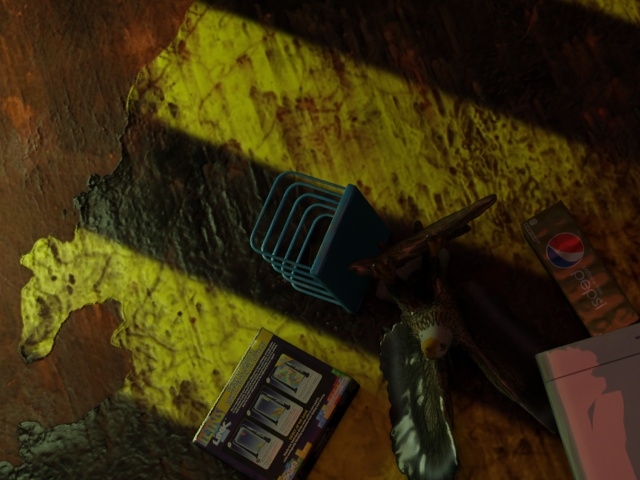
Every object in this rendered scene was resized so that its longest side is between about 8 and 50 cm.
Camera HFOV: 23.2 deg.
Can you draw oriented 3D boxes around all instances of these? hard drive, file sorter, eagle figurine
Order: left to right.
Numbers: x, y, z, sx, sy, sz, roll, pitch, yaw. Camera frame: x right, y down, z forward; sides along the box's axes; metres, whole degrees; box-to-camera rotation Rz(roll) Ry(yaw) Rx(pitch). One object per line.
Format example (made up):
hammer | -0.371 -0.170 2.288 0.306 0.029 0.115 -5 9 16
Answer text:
file sorter | 0.000 0.000 1.922 0.104 0.170 0.118 19 78 23
eagle figurine | 0.157 0.130 1.855 0.226 0.225 0.298 -20 100 49
hard drive | 0.406 0.263 1.744 0.233 0.047 0.353 -17 81 -1

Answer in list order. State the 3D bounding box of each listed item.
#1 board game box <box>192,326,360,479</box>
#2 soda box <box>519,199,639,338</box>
board game box | -0.054 0.215 1.930 0.141 0.048 0.170 29 82 23
soda box | 0.315 0.044 1.885 0.061 0.058 0.181 -31 68 2
